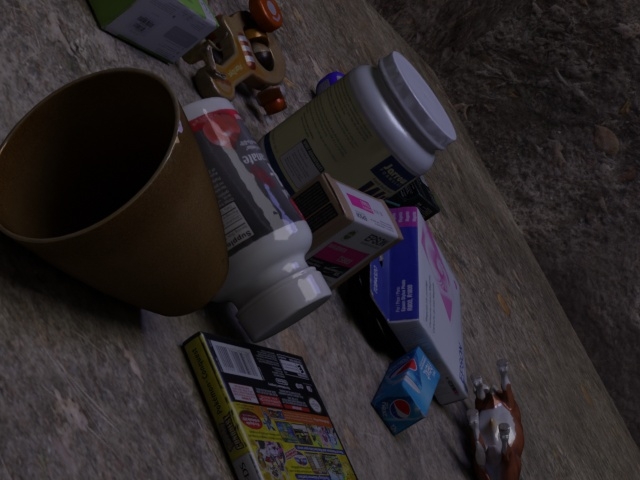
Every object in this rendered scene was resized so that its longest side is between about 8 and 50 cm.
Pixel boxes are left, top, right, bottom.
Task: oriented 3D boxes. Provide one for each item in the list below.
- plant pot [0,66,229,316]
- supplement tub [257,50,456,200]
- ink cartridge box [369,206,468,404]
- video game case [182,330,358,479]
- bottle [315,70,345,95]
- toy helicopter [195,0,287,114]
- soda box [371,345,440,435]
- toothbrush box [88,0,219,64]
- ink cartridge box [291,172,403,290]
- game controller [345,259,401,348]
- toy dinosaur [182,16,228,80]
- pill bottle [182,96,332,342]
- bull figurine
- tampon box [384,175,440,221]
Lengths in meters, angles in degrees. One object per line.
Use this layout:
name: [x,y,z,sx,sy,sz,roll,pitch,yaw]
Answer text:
plant pot: [-0.213,-0.025,1.235,0.254,0.237,0.237,59,10,-48]
supplement tub: [0.064,-0.177,1.996,0.235,0.324,0.235,47,20,-23]
ink cartridge box: [0.194,0.096,2.090,0.324,0.071,0.330,-86,152,-48]
video game case: [-0.052,0.250,1.413,0.275,0.035,0.248,25,35,-59]
bottle: [0.058,-0.292,2.569,0.118,0.092,0.283,42,22,-34]
toy helicopter: [-0.151,-0.329,2.105,0.235,0.140,0.355,60,27,-15]
soda box: [0.151,0.258,1.868,0.071,0.067,0.210,54,17,-3]
toothbrush box: [-0.325,-0.473,1.854,0.206,0.122,0.283,18,42,-62]
ink cartridge box: [0.000,0.000,1.732,0.234,0.193,0.088,19,40,-61]
game controller: [0.137,0.120,2.078,0.167,0.067,0.319,58,18,9]
toy dinosaur: [-0.227,-0.368,1.940,0.183,0.093,0.053,48,21,24]
pill bottle: [-0.121,-0.025,1.490,0.319,0.176,0.176,58,18,8]
bull figurine: [0.335,0.351,2.060,0.310,0.101,0.189,-85,161,-57]
tampon box: [0.153,-0.081,2.323,0.101,0.161,0.120,33,30,-51]
